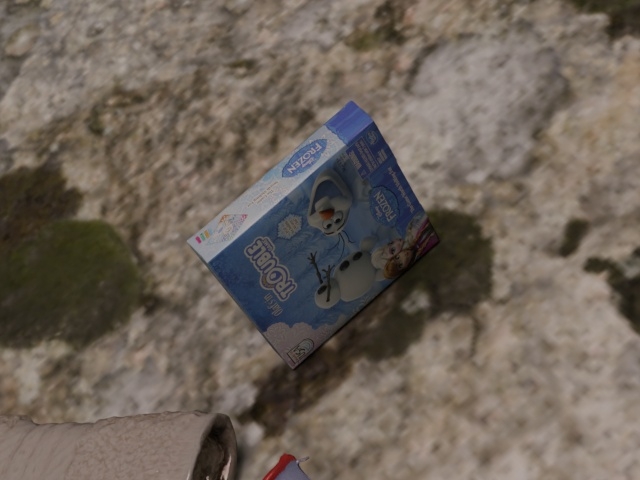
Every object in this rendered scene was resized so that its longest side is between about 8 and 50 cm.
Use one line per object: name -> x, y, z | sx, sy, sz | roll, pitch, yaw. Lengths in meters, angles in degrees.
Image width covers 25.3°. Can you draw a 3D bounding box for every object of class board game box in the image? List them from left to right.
board game box -> 0.000, 0.000, 0.607 | 0.090, 0.090, 0.020 | -41, 49, -5

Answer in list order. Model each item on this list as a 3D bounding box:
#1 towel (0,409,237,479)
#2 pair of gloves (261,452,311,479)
towel -> -0.149, 0.194, 0.568 | 0.187, 0.049, 0.282 | -3, 55, 24
pair of gloves -> 0.003, 0.168, 0.498 | 0.159, 0.023, 0.198 | 32, 66, 23
